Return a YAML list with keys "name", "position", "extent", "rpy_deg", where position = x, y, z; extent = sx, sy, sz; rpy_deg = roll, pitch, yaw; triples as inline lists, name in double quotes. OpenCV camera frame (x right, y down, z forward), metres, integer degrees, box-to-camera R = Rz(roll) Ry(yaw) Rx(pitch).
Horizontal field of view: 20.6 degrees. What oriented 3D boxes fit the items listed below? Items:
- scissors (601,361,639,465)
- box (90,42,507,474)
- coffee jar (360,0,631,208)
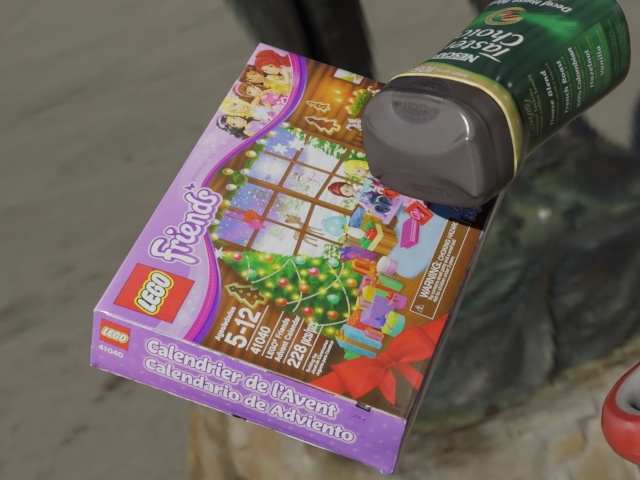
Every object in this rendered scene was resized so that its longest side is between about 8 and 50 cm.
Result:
- name: "scissors"
  position: [0.178, -0.006, 0.564]
  extent: [0.109, 0.021, 0.297]
  rpy_deg: [-15, 17, 36]
- name: "box"
  position: [0.000, 0.000, 1.153]
  extent: [0.201, 0.057, 0.293]
  rpy_deg: [18, 44, 8]
- name: "coffee jar"
  position: [0.109, -0.092, 1.089]
  extent: [0.096, 0.079, 0.184]
  rpy_deg: [12, 38, 36]
